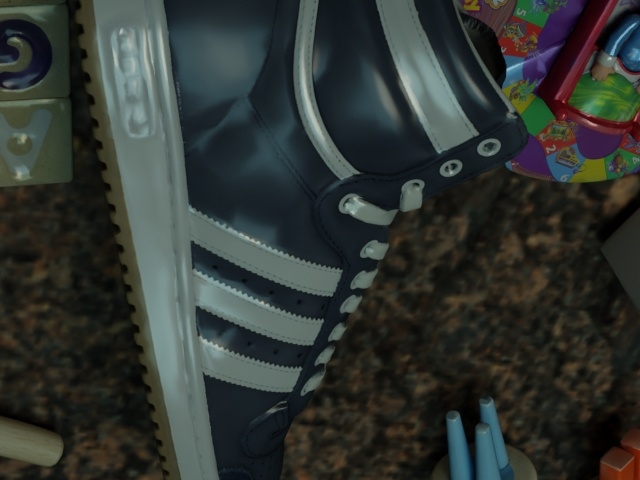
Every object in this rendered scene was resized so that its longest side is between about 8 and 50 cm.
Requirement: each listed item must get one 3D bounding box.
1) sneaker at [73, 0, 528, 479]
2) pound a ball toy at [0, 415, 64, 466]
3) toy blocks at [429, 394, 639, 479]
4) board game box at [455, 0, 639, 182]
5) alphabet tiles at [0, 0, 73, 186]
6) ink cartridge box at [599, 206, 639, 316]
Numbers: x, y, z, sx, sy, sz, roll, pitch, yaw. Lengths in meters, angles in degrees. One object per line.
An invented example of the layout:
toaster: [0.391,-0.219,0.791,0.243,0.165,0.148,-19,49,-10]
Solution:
sneaker: [0.000,0.000,0.608,0.153,0.099,0.282,-9,125,-4]
pound a ball toy: [-0.173,0.175,0.668,0.319,0.135,0.208,29,114,-32]
toy blocks: [0.117,0.128,0.770,0.123,0.054,0.148,-15,128,-4]
board game box: [0.126,-0.084,0.628,0.133,0.033,0.168,-25,128,2]
alphabet tiles: [-0.207,-0.094,0.538,0.237,0.009,0.198,-6,127,-13]
ink cartridge box: [0.248,-0.012,0.683,0.148,0.086,0.203,31,112,-35]
